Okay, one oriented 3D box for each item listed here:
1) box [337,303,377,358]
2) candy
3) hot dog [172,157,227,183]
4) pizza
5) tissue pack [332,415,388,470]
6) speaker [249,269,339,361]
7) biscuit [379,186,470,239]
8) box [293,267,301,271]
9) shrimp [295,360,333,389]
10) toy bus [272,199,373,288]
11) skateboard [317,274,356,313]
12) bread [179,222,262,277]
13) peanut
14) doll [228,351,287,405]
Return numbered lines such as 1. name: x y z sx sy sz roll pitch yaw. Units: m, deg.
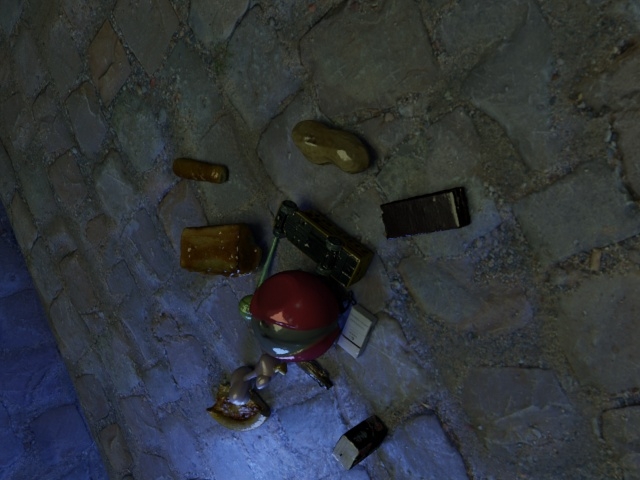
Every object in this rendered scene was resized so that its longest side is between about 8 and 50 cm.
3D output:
1. box: 0.115 0.286 1.775 0.084 0.040 0.154 34 122 26
2. candy: -0.205 0.133 1.985 0.093 0.092 0.335 26 110 18
3. hot dog: -0.455 -0.260 2.093 0.286 0.061 0.088 8 95 37
4. pizza: -0.332 0.660 2.223 0.365 0.074 0.182 -2 101 40
5. tissue pack: 0.126 0.630 1.769 0.090 0.170 0.103 40 122 25
6. speaker: -0.081 0.244 1.769 0.294 0.294 0.294 12 109 37
7. biscuit: 0.275 -0.069 1.527 0.252 0.070 0.106 -11 94 41
8. box: -0.102 0.178 1.920 0.129 0.051 0.130 -28 83 41
9. shrimp: -0.023 0.402 1.917 0.219 0.046 0.152 44 129 23
10. toy bus: 0.000 0.000 1.739 0.335 0.123 0.121 38 125 26
11. skateboard: 0.057 0.157 1.783 0.080 0.067 0.151 -19 95 31
12. bread: -0.355 0.034 2.022 0.344 0.149 0.195 0 88 38
13. peanut: 0.028 -0.268 1.652 0.274 0.111 0.125 28 123 32
14. doll: -0.241 0.496 2.061 0.094 0.160 0.365 30 130 -20
